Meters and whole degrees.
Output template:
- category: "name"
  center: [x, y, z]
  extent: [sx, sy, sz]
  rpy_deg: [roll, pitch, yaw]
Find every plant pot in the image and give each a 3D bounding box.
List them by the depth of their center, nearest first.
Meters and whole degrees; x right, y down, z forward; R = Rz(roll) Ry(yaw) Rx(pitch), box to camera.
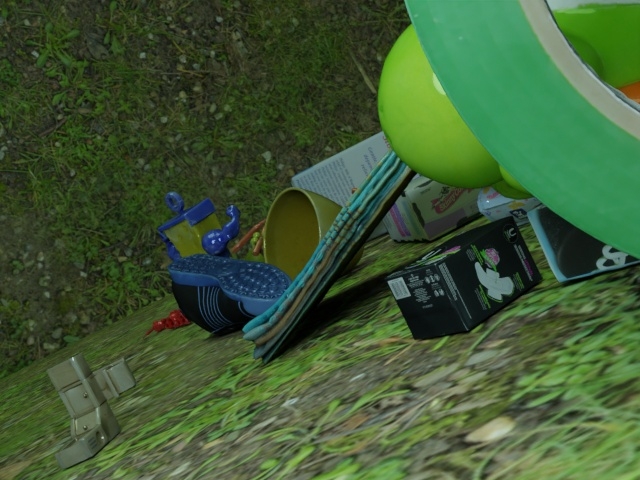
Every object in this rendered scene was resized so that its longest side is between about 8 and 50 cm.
- category: "plant pot"
  center: [0.000, 0.000, 1.330]
  extent: [0.095, 0.134, 0.134]
  rpy_deg: [2, -14, -35]

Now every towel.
- category: "towel"
  center: [0.065, -0.059, 1.015]
  extent: [0.370, 0.040, 0.271]
  rpy_deg: [-53, -3, 13]

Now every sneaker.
- category: "sneaker"
  center: [-0.108, 0.079, 1.296]
  extent: [0.081, 0.090, 0.232]
  rpy_deg: [-27, 25, -33]

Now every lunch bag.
- category: "lunch bag"
  center: [0.202, -0.044, 1.006]
  extent: [0.071, 0.053, 0.083]
  rpy_deg: [-19, -2, 36]

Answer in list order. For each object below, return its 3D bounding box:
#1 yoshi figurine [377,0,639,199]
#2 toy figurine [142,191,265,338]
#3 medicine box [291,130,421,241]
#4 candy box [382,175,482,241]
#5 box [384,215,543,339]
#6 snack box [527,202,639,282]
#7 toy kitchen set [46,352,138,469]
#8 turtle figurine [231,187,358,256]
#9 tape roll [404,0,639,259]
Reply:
- category: "yoshi figurine"
  center: [0.161, -0.130, 0.666]
  extent: [0.362, 0.203, 0.203]
  rpy_deg: [-36, -7, -48]
- category: "toy figurine"
  center: [-0.215, 0.013, 1.764]
  extent: [0.191, 0.217, 0.363]
  rpy_deg: [-29, 4, -36]
- category: "medicine box"
  center: [0.148, -0.121, 1.682]
  extent: [0.289, 0.149, 0.263]
  rpy_deg: [-25, 4, 32]
- category: "candy box"
  center: [0.172, -0.063, 1.322]
  extent: [0.165, 0.070, 0.196]
  rpy_deg: [-27, 3, -8]
- category: "box"
  center: [0.101, 0.027, 0.718]
  extent: [0.083, 0.052, 0.062]
  rpy_deg: [-28, 4, -33]
- category: "snack box"
  center: [0.298, -0.067, 0.599]
  extent: [0.187, 0.060, 0.322]
  rpy_deg: [-31, 5, -36]
- category: "toy kitchen set"
  center: [-0.211, 0.147, 0.930]
  extent: [0.068, 0.083, 0.075]
  rpy_deg: [-26, 4, 13]
- category: "turtle figurine"
  center: [-0.018, 0.008, 1.509]
  extent: [0.270, 0.087, 0.217]
  rpy_deg: [-17, 13, 11]
- category: "tape roll"
  center: [0.188, -0.142, 0.389]
  extent: [0.321, 0.321, 0.077]
  rpy_deg: [-25, 4, 18]
